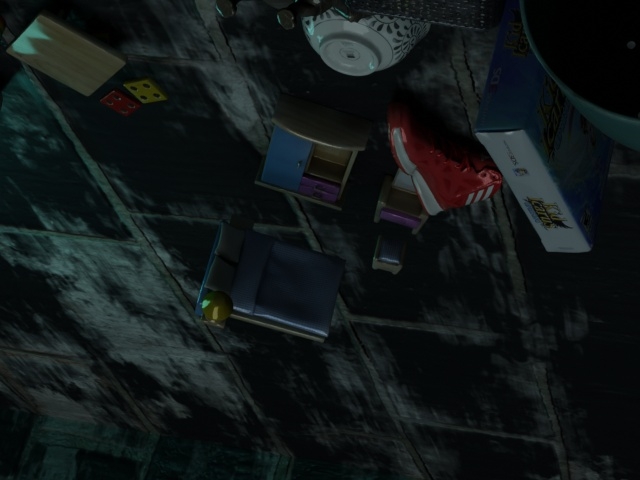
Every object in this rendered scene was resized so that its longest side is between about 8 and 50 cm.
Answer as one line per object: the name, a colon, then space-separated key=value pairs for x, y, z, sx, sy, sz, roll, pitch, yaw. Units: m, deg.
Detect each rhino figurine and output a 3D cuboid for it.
rhino figurine: x=-0.019 y=-0.292 z=1.688 sx=0.243 sy=0.106 sz=0.073 roll=17 pitch=128 yaw=31

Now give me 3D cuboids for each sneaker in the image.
sneaker: x=0.175 y=-0.124 z=1.992 sx=0.128 sy=0.087 sz=0.221 roll=-12 pitch=147 yaw=17

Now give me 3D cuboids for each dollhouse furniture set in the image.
dollhouse furniture set: x=0.000 y=0.000 z=2.051 sx=0.286 sy=0.303 sz=0.198 roll=17 pitch=154 yaw=-2

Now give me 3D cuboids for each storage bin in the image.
storage bin: x=0.118 y=-0.310 z=1.587 sx=0.180 sy=0.122 sz=0.084 roll=11 pitch=154 yaw=10

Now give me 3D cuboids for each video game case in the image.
video game case: x=0.265 y=-0.163 z=1.623 sx=0.061 sy=0.270 sz=0.244 roll=-1 pitch=149 yaw=31

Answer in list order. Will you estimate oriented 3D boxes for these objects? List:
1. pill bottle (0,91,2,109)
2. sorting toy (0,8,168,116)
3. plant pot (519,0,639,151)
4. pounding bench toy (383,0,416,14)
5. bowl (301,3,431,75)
pill bottle: x=-0.627 y=-0.215 z=2.154 sx=0.283 sy=0.160 sz=0.160 roll=28 pitch=151 yaw=-23
sorting toy: x=-0.336 y=-0.265 z=2.018 sx=0.274 sy=0.046 sz=0.132 roll=29 pitch=151 yaw=-22
plant pot: x=0.364 y=-0.215 z=1.473 sx=0.293 sy=0.293 sz=0.235 roll=7 pitch=167 yaw=19
pounding bench toy: x=0.087 y=-0.308 z=1.687 sx=0.083 sy=0.052 sz=0.065 roll=20 pitch=153 yaw=-6
bowl: x=0.045 y=-0.254 z=1.787 sx=0.170 sy=0.080 sz=0.170 roll=12 pitch=154 yaw=6
